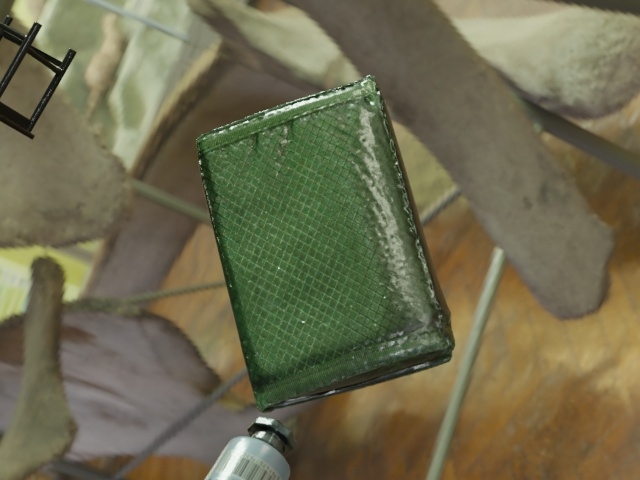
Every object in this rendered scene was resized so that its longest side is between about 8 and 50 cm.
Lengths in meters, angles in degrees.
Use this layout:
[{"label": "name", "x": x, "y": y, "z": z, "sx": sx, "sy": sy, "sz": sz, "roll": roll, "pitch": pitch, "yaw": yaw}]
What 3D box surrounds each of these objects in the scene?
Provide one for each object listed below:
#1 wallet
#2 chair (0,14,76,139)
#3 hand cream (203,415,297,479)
[{"label": "wallet", "x": 0.000, "y": 0.001, "z": 0.953, "sx": 0.055, "sy": 0.160, "sz": 0.236, "roll": 63, "pitch": -169, "yaw": -67}, {"label": "chair", "x": -0.490, "y": -0.205, "z": 1.768, "sx": 0.260, "sy": 0.154, "sz": 0.141, "roll": -60, "pitch": -18, "yaw": -2}, {"label": "hand cream", "x": -0.096, "y": 0.250, "z": 0.967, "sx": 0.271, "sy": 0.091, "sz": 0.058, "roll": -58, "pitch": -8, "yaw": -41}]
